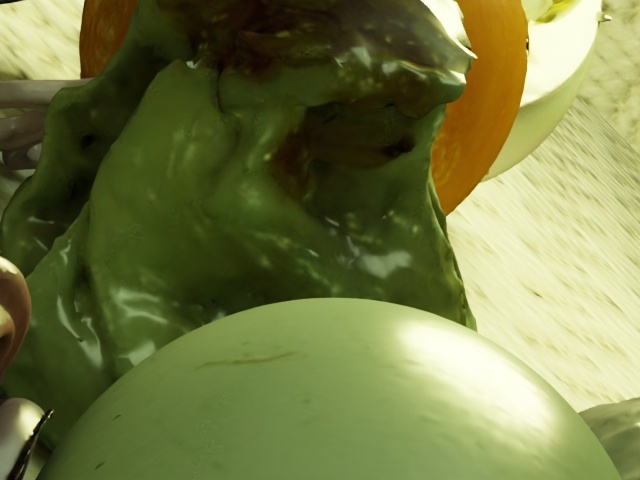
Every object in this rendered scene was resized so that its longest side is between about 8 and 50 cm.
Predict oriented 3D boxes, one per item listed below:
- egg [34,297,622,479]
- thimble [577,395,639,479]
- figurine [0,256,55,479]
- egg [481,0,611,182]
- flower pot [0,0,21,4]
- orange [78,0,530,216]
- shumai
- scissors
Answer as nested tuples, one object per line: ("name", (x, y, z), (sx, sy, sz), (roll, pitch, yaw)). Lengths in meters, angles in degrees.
("egg", (-0.001, 0.118, 0.518), (0.183, 0.183, 0.264), (40, 22, -10))
("thimble", (0.155, 0.175, 0.701), (0.245, 0.217, 0.157), (50, 9, -29))
("figurine", (-0.140, 0.044, 0.509), (0.157, 0.126, 0.114), (39, -29, -19))
("egg", (0.072, -0.126, 1.511), (0.271, 0.161, 0.206), (9, 54, -2))
("flower pot", (-0.201, -0.249, 0.868), (0.299, 0.299, 0.283), (43, 8, 4))
("orange", (-0.007, -0.107, 1.068), (0.246, 0.246, 0.246), (39, 14, -12))
("shumai", (0.000, 0.000, 0.811), (0.225, 0.222, 0.261), (44, 9, 17))
("scissors", (-0.074, -0.072, 0.878), (0.110, 0.212, 0.021), (19, 57, -58))
